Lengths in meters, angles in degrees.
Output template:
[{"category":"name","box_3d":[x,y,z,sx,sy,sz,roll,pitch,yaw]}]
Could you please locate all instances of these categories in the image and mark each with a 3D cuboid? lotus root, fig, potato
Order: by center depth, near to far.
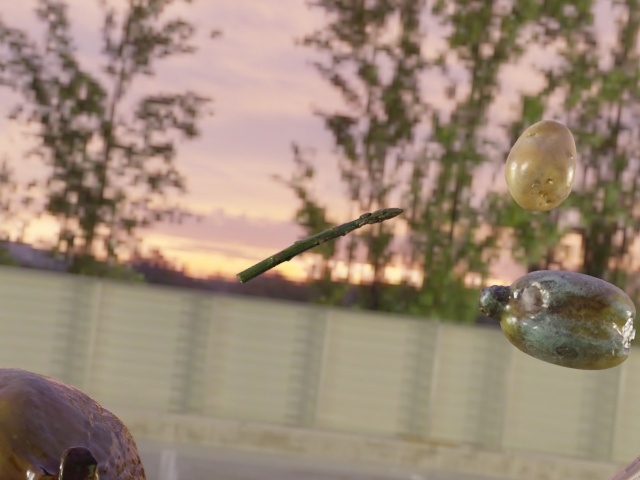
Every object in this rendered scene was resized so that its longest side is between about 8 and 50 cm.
[{"category":"fig","box_3d":[-0.211,0.177,0.964,0.190,0.191,0.290,7,-3,-1]},{"category":"potato","box_3d":[0.204,-0.069,1.332,0.062,0.083,0.068,-14,-38,37]},{"category":"lotus root","box_3d":[0.282,0.091,1.728,0.192,0.113,0.088,13,0,2]}]

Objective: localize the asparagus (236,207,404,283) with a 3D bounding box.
[{"category":"asparagus","box_3d":[0.000,0.000,1.258,0.162,0.016,0.016,-24,20,-19]}]

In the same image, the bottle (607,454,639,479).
[{"category":"bottle","box_3d":[0.315,0.231,1.380,0.053,0.053,0.140,10,-45,-42]}]
